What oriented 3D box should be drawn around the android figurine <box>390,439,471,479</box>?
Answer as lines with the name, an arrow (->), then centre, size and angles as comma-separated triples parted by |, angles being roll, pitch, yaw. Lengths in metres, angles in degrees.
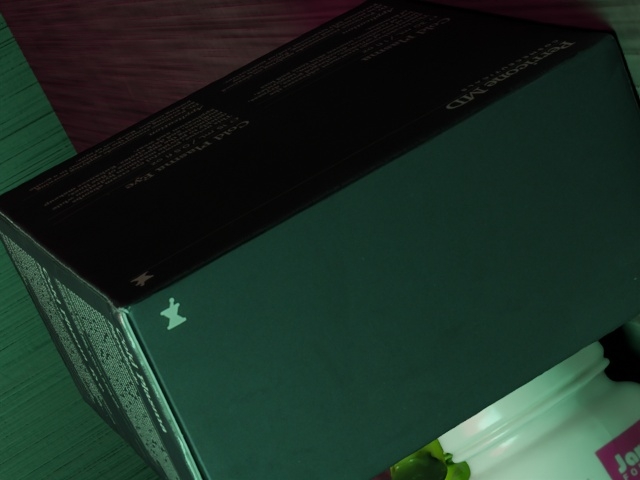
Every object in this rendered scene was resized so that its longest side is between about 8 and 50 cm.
android figurine -> 0.087, 0.102, 1.346 | 0.248, 0.056, 0.273 | 45, -154, -35

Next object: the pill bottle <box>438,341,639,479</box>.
pill bottle -> 0.203, 0.202, 1.191 | 0.283, 0.160, 0.160 | 57, 165, 6

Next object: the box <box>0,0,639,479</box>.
box -> 0.000, 0.000, 1.096 | 0.312, 0.343, 0.179 | 27, 144, 64
